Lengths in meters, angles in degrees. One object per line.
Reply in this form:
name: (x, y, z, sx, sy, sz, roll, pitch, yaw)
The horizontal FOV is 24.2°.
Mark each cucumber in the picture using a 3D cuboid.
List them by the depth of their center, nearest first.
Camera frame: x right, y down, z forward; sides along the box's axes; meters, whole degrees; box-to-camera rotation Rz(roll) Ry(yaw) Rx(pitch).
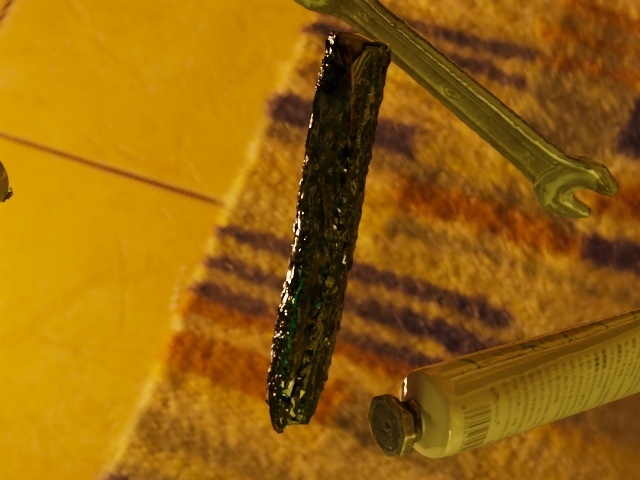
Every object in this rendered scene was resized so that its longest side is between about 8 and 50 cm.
cucumber: (0.001, 0.000, 0.921, 0.043, 0.044, 0.256, 11, 100, 2)

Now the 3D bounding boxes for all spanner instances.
spanner: (0.096, -0.108, 1.069, 0.071, 0.302, 0.017, -30, 30, 49)

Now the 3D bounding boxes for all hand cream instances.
hand cream: (0.110, 0.066, 0.729, 0.194, 0.067, 0.042, -13, 39, -32)

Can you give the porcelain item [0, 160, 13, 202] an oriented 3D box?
porcelain item: (-0.295, 0.005, 1.042, 0.084, 0.054, 0.213, -26, 17, 30)
